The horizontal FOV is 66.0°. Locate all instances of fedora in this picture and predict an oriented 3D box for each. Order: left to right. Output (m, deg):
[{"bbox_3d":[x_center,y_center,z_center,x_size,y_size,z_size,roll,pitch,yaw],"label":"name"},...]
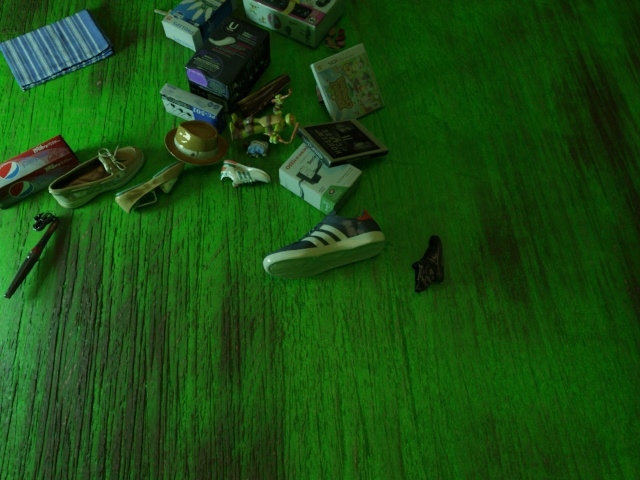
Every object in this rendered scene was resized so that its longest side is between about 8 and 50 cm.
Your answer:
[{"bbox_3d":[-0.378,-0.315,1.512,0.194,0.079,0.194,11,47,-12],"label":"fedora"}]

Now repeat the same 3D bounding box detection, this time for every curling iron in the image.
[{"bbox_3d":[-0.817,0.037,1.389,0.068,0.035,0.274,8,65,6],"label":"curling iron"}]

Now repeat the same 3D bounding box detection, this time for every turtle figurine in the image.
[{"bbox_3d":[-0.166,-0.372,1.538,0.217,0.087,0.270,-6,53,5],"label":"turtle figurine"}]

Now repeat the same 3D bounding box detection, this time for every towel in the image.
[{"bbox_3d":[-0.913,-0.670,1.702,0.336,0.040,0.243,-30,69,-14],"label":"towel"}]

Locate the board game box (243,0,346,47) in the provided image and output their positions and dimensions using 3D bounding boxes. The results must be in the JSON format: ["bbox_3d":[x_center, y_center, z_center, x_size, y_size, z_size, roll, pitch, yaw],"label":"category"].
[{"bbox_3d":[-0.091,-0.854,1.776,0.303,0.097,0.224,27,68,15],"label":"board game box"}]

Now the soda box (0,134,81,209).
[{"bbox_3d":[-0.862,-0.204,1.464,0.263,0.092,0.083,-33,70,-15],"label":"soda box"}]

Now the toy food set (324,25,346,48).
[{"bbox_3d":[0.057,-0.726,1.773,0.077,0.019,0.122,16,59,5],"label":"toy food set"}]

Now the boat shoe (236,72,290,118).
[{"bbox_3d":[-0.179,-0.476,1.630,0.207,0.073,0.073,-37,110,-13],"label":"boat shoe"}]

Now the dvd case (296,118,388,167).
[{"bbox_3d":[0.068,-0.304,1.513,0.238,0.030,0.179,-18,55,-35],"label":"dvd case"}]

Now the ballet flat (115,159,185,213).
[{"bbox_3d":[-0.496,-0.158,1.480,0.232,0.080,0.073,-32,99,-13],"label":"ballet flat"}]

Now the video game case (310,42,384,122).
[{"bbox_3d":[0.092,-0.504,1.604,0.193,0.023,0.213,-28,108,-14],"label":"video game case"}]

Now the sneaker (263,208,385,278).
[{"bbox_3d":[0.000,0.000,1.395,0.349,0.131,0.148,-12,60,-14],"label":"sneaker"}]

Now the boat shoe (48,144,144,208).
[{"bbox_3d":[-0.660,-0.200,1.471,0.285,0.089,0.104,-40,72,-18],"label":"boat shoe"}]

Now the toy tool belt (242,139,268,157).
[{"bbox_3d":[-0.207,-0.287,1.548,0.083,0.052,0.051,6,57,1],"label":"toy tool belt"}]

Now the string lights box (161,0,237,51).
[{"bbox_3d":[-0.426,-0.808,1.760,0.133,0.077,0.260,29,68,9],"label":"string lights box"}]

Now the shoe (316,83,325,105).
[{"bbox_3d":[0.075,-0.495,1.648,0.177,0.063,0.081,-5,68,1],"label":"shoe"}]

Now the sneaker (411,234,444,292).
[{"bbox_3d":[0.303,0.064,1.407,0.089,0.051,0.170,1,69,-7],"label":"sneaker"}]

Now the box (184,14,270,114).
[{"bbox_3d":[-0.299,-0.580,1.625,0.165,0.143,0.270,26,67,8],"label":"box"}]

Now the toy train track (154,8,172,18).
[{"bbox_3d":[-0.570,-0.826,1.799,0.083,0.014,0.048,24,74,15],"label":"toy train track"}]

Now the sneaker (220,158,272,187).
[{"bbox_3d":[-0.231,-0.190,1.509,0.161,0.057,0.075,19,83,5],"label":"sneaker"}]

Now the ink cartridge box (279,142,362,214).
[{"bbox_3d":[-0.002,-0.191,1.492,0.208,0.087,0.153,33,68,13],"label":"ink cartridge box"}]

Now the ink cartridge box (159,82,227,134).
[{"bbox_3d":[-0.405,-0.421,1.575,0.207,0.097,0.046,24,67,8],"label":"ink cartridge box"}]
